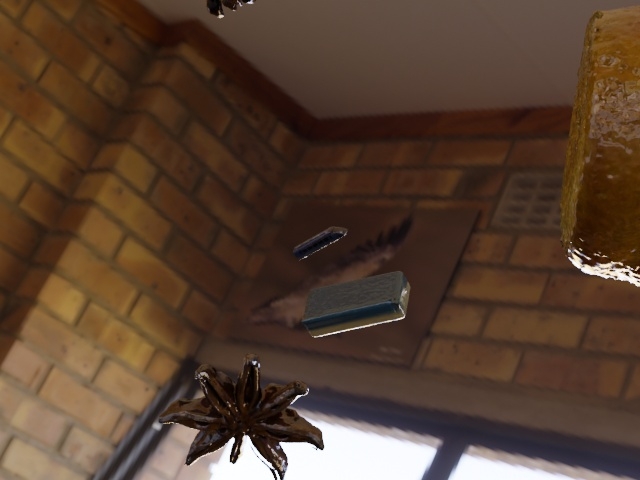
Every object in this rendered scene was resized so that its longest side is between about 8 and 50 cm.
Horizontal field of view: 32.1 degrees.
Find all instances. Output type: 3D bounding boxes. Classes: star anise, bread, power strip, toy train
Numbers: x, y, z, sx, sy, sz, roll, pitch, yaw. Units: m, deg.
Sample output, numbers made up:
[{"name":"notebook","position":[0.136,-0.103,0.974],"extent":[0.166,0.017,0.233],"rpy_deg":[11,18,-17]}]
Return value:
[{"name":"star anise","position":[-0.061,0.144,0.932],"extent":[0.141,0.042,0.141],"rpy_deg":[3,-54,4]},{"name":"bread","position":[0.285,-0.083,0.956],"extent":[0.146,0.268,0.268],"rpy_deg":[5,-26,9]},{"name":"power strip","position":[0.043,0.073,1.273],"extent":[0.123,0.056,0.032],"rpy_deg":[-13,-52,21]},{"name":"toy train","position":[0.000,0.000,1.356],"extent":[0.083,0.017,0.017],"rpy_deg":[-28,-71,40]}]

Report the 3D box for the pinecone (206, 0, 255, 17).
[{"name":"pinecone","position":[-0.107,-0.361,1.087],"extent":[0.224,0.224,0.272],"rpy_deg":[0,-66,48]}]
